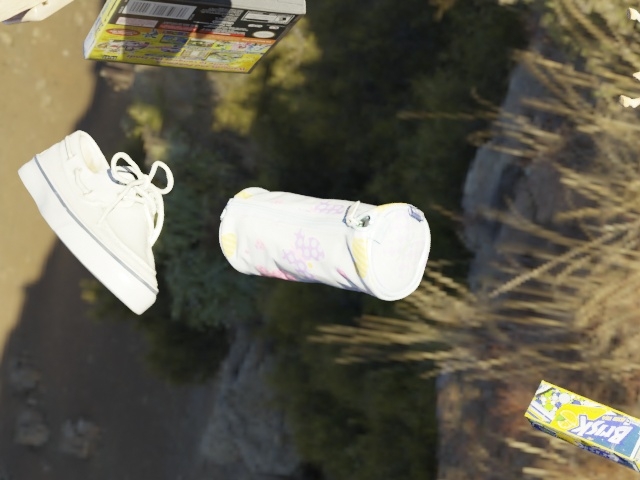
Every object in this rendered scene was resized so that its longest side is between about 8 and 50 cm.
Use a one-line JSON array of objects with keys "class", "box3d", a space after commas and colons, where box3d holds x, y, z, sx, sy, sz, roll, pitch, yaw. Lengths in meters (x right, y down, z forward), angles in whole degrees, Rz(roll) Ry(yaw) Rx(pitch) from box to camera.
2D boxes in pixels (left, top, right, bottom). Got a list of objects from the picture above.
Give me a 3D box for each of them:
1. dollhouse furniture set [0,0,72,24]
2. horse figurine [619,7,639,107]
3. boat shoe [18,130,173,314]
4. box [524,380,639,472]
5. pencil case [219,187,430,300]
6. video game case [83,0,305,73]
[{"class": "dollhouse furniture set", "box3d": [-0.407, -0.292, 1.072, 0.303, 0.198, 0.286, -1, 117, 38]}, {"class": "horse figurine", "box3d": [0.474, -0.265, 1.660, 0.066, 0.174, 0.263, -142, 42, -66]}, {"class": "boat shoe", "box3d": [-0.260, -0.048, 1.625, 0.156, 0.136, 0.367, -42, 36, -2]}, {"class": "box", "box3d": [0.372, 0.256, 1.753, 0.168, 0.054, 0.059, 20, 72, 34]}, {"class": "pencil case", "box3d": [0.000, 0.000, 1.537, 0.273, 0.124, 0.114, 8, 79, 45]}, {"class": "video game case", "box3d": [-0.194, -0.317, 1.903, 0.248, 0.274, 0.035, 147, 122, -63]}]
